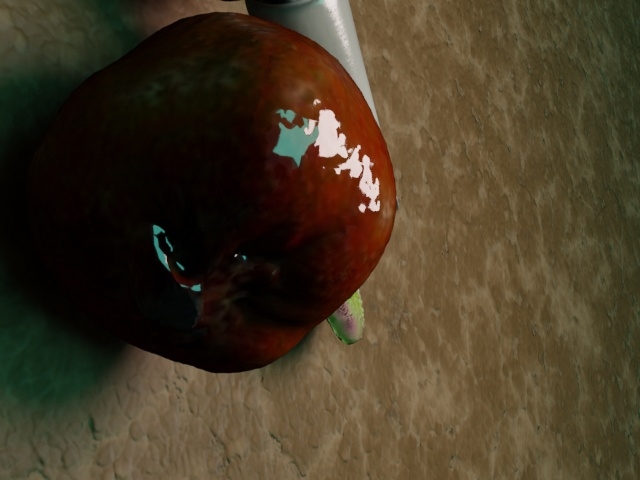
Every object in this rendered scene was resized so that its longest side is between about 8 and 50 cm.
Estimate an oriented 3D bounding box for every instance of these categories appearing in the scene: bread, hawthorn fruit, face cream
[{"bbox_3d":[0.000,0.000,1.066,0.228,0.033,0.229,-21,90,-85],"label":"bread"},{"bbox_3d":[-0.074,-0.047,0.831,0.311,0.295,0.295,-52,122,-44],"label":"hawthorn fruit"},{"bbox_3d":[-0.006,-0.163,0.971,0.089,0.143,0.314,-40,137,-25],"label":"face cream"}]
